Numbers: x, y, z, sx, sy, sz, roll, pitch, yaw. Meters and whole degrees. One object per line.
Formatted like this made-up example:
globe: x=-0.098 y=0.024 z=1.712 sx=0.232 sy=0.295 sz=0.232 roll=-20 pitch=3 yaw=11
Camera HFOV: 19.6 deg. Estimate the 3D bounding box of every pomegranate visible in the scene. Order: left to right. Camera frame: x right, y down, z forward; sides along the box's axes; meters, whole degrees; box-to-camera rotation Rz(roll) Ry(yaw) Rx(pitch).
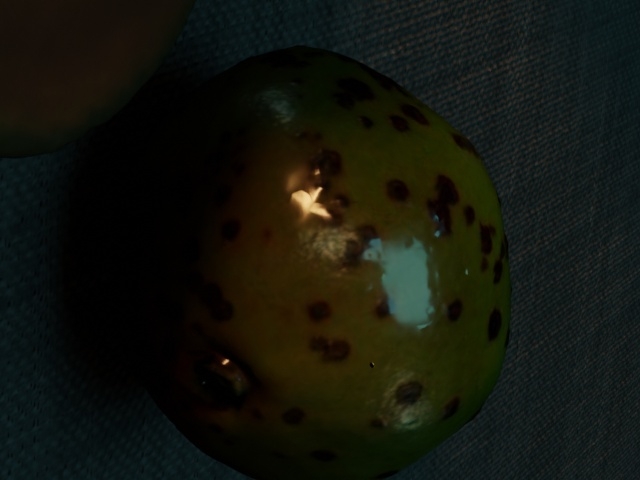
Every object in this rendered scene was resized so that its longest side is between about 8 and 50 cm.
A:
pomegranate: x=-0.007 y=-0.010 z=1.004 sx=0.286 sy=0.231 sz=0.231 roll=-89 pitch=171 yaw=-51

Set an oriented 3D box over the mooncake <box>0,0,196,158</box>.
mooncake: x=-0.154 y=-0.179 z=0.674 sx=0.284 sy=0.155 sz=0.284 roll=-29 pitch=125 yaw=-53
